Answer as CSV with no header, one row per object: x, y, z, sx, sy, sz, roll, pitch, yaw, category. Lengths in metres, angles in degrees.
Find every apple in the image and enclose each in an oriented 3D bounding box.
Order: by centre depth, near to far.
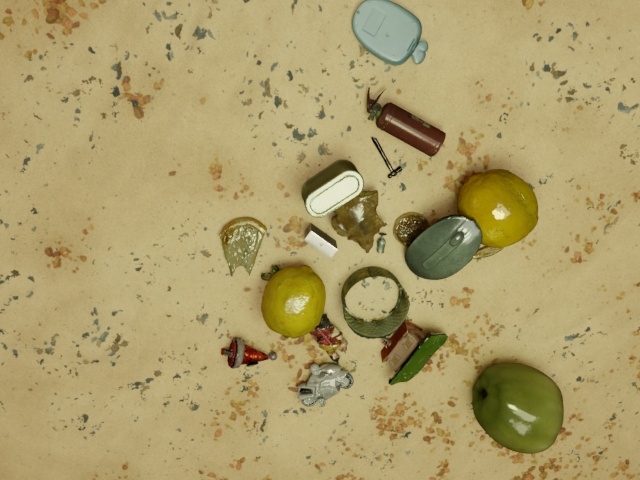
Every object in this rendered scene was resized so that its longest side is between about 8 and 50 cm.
0.816,0.693,1.905,0.356,0.357,0.358,-1,105,-2,apple

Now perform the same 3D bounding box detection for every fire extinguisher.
0.307,-0.452,1.699,0.336,0.106,0.148,27,77,-9,fire extinguisher

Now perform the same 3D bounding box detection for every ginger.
0.152,-0.062,1.781,0.218,0.123,0.271,-10,106,1,ginger

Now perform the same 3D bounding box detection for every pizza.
-0.324,0.030,1.833,0.180,0.034,0.262,12,105,-6,pizza

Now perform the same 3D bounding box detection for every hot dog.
0.688,0.046,1.881,0.136,0.028,0.044,-21,79,1,hot dog

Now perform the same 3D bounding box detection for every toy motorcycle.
0.007,0.609,1.975,0.260,0.110,0.171,-30,88,13,toy motorcycle

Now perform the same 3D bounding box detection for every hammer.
0.250,-0.328,1.768,0.065,0.021,0.178,-32,101,6,hammer

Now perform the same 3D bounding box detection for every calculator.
0.256,-0.746,1.642,0.302,0.042,0.189,28,101,-6,calculator

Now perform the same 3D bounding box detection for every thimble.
0.215,0.249,1.854,0.270,0.150,0.271,0,105,-2,thimble

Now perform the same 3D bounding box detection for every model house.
0.375,0.457,1.943,0.206,0.154,0.294,8,121,-49,model house

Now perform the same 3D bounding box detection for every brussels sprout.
-0.202,0.137,1.865,0.083,0.046,0.051,-35,108,17,brussels sprout

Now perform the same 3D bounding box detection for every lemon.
0.659,-0.121,1.706,0.296,0.297,0.298,-1,105,-2,lemon
-0.104,0.239,1.789,0.260,0.260,0.284,35,107,-11,lemon

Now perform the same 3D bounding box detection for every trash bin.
0.043,-0.192,1.679,0.243,0.247,0.121,-33,106,5,trash bin

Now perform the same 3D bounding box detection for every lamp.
0.047,0.421,1.911,0.118,0.118,0.253,-33,115,6,lamp

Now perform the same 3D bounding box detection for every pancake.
0.373,-0.040,1.845,0.157,0.028,0.158,0,106,-1,pancake

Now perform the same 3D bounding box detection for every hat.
-0.297,0.489,1.936,0.227,0.129,0.140,13,147,-23,hat

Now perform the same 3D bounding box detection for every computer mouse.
0.451,0.046,1.730,0.203,0.114,0.374,42,140,5,computer mouse

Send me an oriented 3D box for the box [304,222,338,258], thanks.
0.000,0.000,1.788,0.129,0.130,0.051,35,103,-11,box

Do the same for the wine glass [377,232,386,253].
0.248,0.011,1.846,0.038,0.042,0.084,-3,108,-26,wine glass
